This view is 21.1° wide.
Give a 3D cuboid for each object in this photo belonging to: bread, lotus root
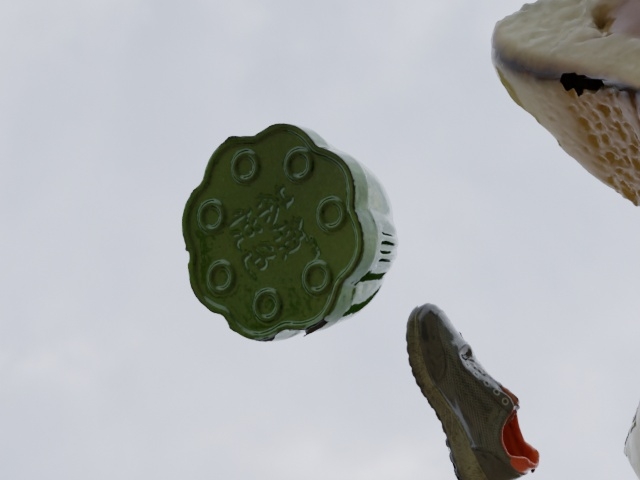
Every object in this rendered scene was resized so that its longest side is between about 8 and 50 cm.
[{"bbox_3d":[0.243,-0.123,1.024,0.224,0.211,0.183,43,-104,3],"label":"bread"},{"bbox_3d":[0.000,0.000,1.459,0.186,0.186,0.186,-4,-65,-8],"label":"lotus root"}]

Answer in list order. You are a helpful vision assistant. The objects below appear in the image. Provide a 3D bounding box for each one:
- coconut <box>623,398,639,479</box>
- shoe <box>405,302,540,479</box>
[{"bbox_3d":[0.355,0.135,0.796,0.415,0.415,0.344,-6,-60,-7],"label":"coconut"},{"bbox_3d":[0.146,0.145,1.619,0.077,0.074,0.194,-20,-88,28],"label":"shoe"}]
